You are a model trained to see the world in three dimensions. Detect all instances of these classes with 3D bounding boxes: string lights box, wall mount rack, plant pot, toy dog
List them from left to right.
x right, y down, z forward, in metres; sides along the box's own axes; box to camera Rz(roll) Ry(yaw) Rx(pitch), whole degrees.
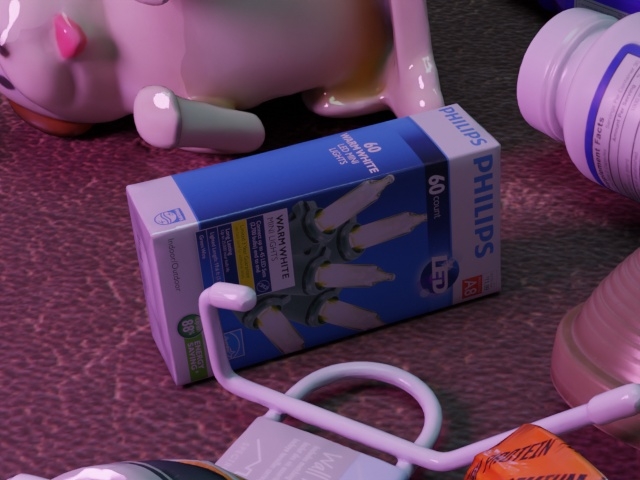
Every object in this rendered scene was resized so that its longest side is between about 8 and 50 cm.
[{"bbox_3d":[-0.123,-0.234,1.225,0.407,0.285,0.395,-10,33,-4],"label":"toy dog"},{"bbox_3d":[0.000,0.000,0.982,0.259,0.133,0.077,-15,34,-15],"label":"string lights box"},{"bbox_3d":[0.002,0.149,0.762,0.304,0.130,0.350,15,39,27],"label":"wall mount rack"},{"bbox_3d":[0.268,0.051,0.838,0.237,0.110,0.237,3,19,-1],"label":"plant pot"}]

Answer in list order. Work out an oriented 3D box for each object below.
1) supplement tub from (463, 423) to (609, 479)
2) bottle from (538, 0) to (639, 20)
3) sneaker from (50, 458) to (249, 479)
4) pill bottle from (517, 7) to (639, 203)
[{"bbox_3d":[-0.002,0.233,0.475,0.338,0.207,0.207,-38,41,-6],"label":"supplement tub"},{"bbox_3d":[0.302,-0.256,1.363,0.118,0.092,0.283,-27,39,-30],"label":"bottle"},{"bbox_3d":[-0.151,0.189,0.640,0.321,0.126,0.127,-23,-18,29],"label":"sneaker"},{"bbox_3d":[0.292,-0.094,1.070,0.152,0.152,0.272,-27,39,-29],"label":"pill bottle"}]
